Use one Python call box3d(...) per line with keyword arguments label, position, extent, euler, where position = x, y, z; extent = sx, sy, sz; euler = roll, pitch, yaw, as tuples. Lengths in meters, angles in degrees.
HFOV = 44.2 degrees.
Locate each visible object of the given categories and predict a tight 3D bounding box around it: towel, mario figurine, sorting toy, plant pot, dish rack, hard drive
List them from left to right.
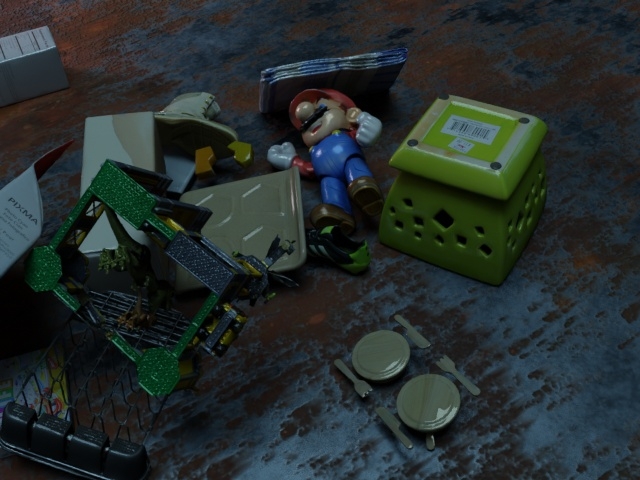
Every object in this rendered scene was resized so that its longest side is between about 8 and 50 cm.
box3d(label="dish rack", position=(-0.295, 0.191, 1.103), extent=(0.208, 0.074, 0.271), euler=(19, 43, 2))
box3d(label="hard drive", position=(-0.278, -0.132, 1.483), extent=(0.094, 0.022, 0.135), euler=(8, 46, 13))
box3d(label="sorting toy", position=(-0.137, -0.052, 1.339), extent=(0.229, 0.041, 0.307), euler=(-14, 50, 10))
box3d(label="mario figurine", position=(0.003, -0.167, 1.398), extent=(0.198, 0.170, 0.320), euler=(-11, 47, -4))
box3d(label="towel", position=(0.018, -0.307, 1.538), extent=(0.285, 0.209, 0.034), euler=(-11, 83, -8))
box3d(label="plant pot", position=(0.239, -0.100, 1.284), extent=(0.228, 0.207, 0.227), euler=(20, 50, 24))

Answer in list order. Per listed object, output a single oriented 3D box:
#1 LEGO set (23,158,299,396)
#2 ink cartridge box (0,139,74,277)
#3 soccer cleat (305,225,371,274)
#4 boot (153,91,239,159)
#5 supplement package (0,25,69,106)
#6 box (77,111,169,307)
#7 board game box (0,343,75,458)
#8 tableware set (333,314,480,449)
box3d(label="LEGO set", position=(-0.212, 0.048, 1.084), extent=(0.331, 0.192, 0.255), euler=(29, 96, 18))
box3d(label="ink cartridge box", position=(-0.499, 0.035, 1.155), extent=(0.091, 0.308, 0.385), euler=(44, 26, -12))
box3d(label="soccer cleat", position=(0.000, 0.000, 1.294), extent=(0.179, 0.072, 0.060), euler=(16, 48, 20))
box3d(label="boot", position=(-0.227, -0.226, 1.517), extent=(0.213, 0.077, 0.165), euler=(12, 31, 18))
box3d(label="supplement package", position=(-0.649, -0.371, 1.692), extent=(0.179, 0.105, 0.105), euler=(-21, 47, -16))
box3d(label="box", position=(-0.323, -0.056, 1.307), extent=(0.121, 0.148, 0.311), euler=(-7, 52, -5))
box3d(label="board game box", position=(-0.412, 0.226, 1.129), extent=(0.103, 0.026, 0.154), euler=(-15, 46, -11))
box3d(label="tableware set", position=(0.121, 0.200, 1.111), extent=(0.128, 0.039, 0.194), euler=(-35, 45, -12))
